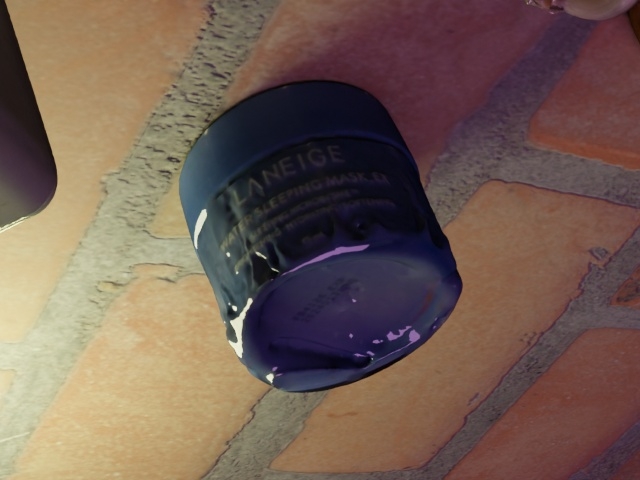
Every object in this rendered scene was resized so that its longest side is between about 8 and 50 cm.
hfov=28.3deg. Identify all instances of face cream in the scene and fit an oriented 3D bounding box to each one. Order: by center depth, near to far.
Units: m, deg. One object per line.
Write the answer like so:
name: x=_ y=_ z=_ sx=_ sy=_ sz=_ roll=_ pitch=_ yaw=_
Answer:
face cream: x=0.000 y=0.000 z=1.295 sx=0.249 sy=0.225 sz=0.249 roll=-15 pitch=143 yaw=-12

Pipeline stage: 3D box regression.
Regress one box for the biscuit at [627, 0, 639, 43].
biscuit: x=0.525 y=-0.329 z=1.297 sx=0.350 sy=0.078 sz=0.455 roll=16 pitch=129 yaw=-45

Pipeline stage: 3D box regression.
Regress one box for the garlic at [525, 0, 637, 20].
garlic: x=0.267 y=-0.294 z=1.167 sx=0.127 sy=0.131 sz=0.194 roll=26 pitch=116 yaw=-24

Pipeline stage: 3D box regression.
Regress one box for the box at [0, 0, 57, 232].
box: x=-0.302 y=-0.140 z=0.906 sx=0.175 sy=0.311 sz=0.182 roll=-26 pitch=151 yaw=5
